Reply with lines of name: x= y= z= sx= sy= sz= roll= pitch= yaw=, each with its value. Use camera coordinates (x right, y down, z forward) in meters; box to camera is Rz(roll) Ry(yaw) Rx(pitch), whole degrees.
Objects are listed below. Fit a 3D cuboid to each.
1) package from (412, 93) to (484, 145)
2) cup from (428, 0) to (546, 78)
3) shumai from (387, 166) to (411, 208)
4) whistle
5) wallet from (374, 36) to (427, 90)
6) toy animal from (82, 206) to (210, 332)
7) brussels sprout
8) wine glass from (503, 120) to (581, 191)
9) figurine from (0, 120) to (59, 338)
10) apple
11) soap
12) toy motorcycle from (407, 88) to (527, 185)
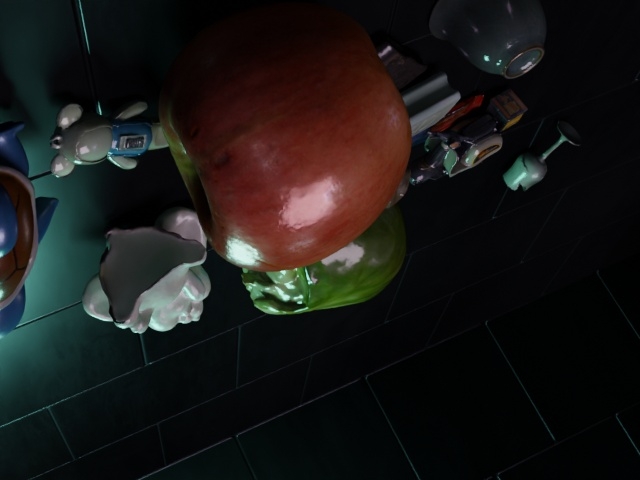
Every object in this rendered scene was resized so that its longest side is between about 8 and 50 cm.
package: x=0.235 y=-0.235 z=2.028 sx=0.200 sy=0.022 sz=0.083 roll=-27 pitch=163 yaw=-9
cup: x=0.301 y=-0.350 z=1.680 sx=0.199 sy=0.150 sz=0.199 roll=-24 pitch=159 yaw=-10
shumai: x=0.039 y=-0.118 z=1.674 sx=0.218 sy=0.185 sz=0.184 roll=-17 pitch=-170 yaw=1
whistle: x=-0.301 y=-0.156 z=1.494 sx=0.235 sy=0.077 sz=0.114 roll=-13 pitch=122 yaw=-47
wallet: x=0.032 y=-0.229 z=1.768 sx=0.321 sy=0.044 sz=0.170 roll=-36 pitch=159 yaw=21
toy animal: x=-0.315 y=0.070 z=1.854 sx=0.249 sy=0.174 sz=0.289 roll=-31 pitch=161 yaw=-27
brussels sprout: x=0.000 y=0.000 z=1.914 sx=0.314 sy=0.276 sz=0.371 roll=-19 pitch=167 yaw=-34
wine glass: x=0.523 y=-0.194 z=2.398 sx=0.079 sy=0.079 sz=0.195 roll=-5 pitch=147 yaw=-46
figurine: x=-0.478 y=-0.023 z=1.381 sx=0.298 sy=0.243 sz=0.416 roll=-26 pitch=165 yaw=-29
apple: x=-0.043 y=-0.151 z=1.422 sx=0.363 sy=0.364 sz=0.364 roll=-24 pitch=158 yaw=-10
soap: x=0.145 y=-0.221 z=1.827 sx=0.198 sy=0.066 sz=0.119 roll=-30 pitch=171 yaw=-29
toy motorcycle: x=0.284 y=-0.198 z=2.042 sx=0.263 sy=0.091 sz=0.157 roll=-30 pitch=162 yaw=-27
